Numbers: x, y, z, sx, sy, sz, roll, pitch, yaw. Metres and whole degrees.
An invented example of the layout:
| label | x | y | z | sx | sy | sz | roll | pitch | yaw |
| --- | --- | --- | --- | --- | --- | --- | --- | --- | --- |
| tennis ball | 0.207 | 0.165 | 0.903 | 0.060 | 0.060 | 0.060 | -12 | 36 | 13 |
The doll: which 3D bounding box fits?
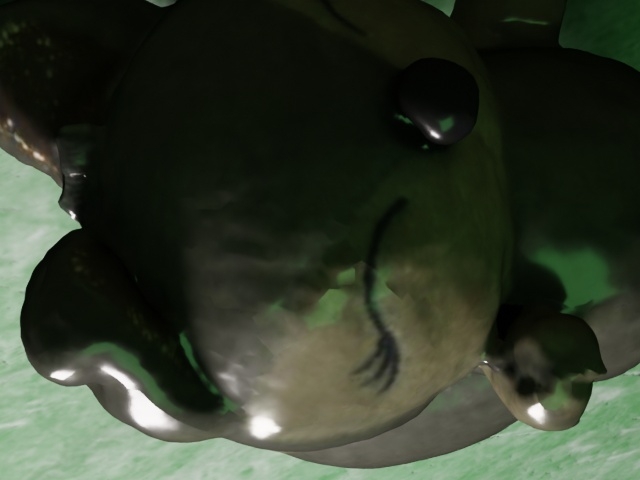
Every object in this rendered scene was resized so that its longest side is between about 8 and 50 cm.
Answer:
| label | x | y | z | sx | sy | sz | roll | pitch | yaw |
| --- | --- | --- | --- | --- | --- | --- | --- | --- | --- |
| doll | 0.005 | 0.031 | 0.888 | 0.382 | 0.252 | 0.379 | 2 | 137 | -20 |
